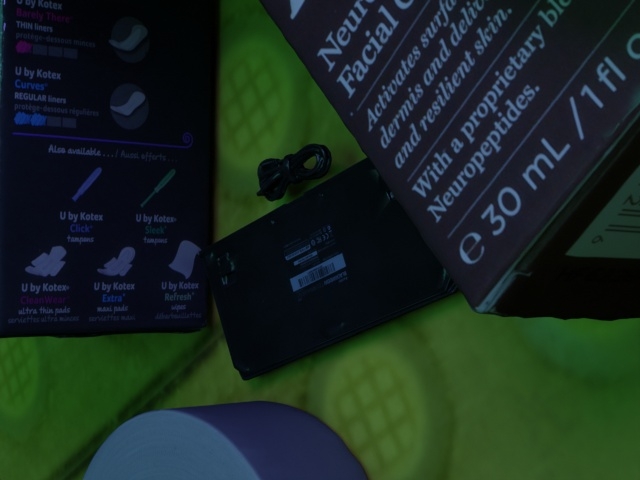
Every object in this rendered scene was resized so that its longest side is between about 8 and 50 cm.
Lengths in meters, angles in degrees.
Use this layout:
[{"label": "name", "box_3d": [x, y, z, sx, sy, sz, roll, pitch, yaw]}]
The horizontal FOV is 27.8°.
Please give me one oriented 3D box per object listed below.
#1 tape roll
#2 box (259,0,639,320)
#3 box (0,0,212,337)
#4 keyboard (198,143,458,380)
[{"label": "tape roll", "box_3d": [-0.051, 0.198, 0.692, 0.219, 0.072, 0.219, -2, 87, 48]}, {"label": "box", "box_3d": [0.060, -0.171, 0.526, 0.191, 0.143, 0.381, -56, 50, 32]}, {"label": "box", "box_3d": [-0.166, -0.081, 0.769, 0.165, 0.143, 0.270, 1, 90, 49]}, {"label": "keyboard", "box_3d": [0.000, 0.000, 0.676, 0.180, 0.023, 0.108, -27, 76, 44]}]
